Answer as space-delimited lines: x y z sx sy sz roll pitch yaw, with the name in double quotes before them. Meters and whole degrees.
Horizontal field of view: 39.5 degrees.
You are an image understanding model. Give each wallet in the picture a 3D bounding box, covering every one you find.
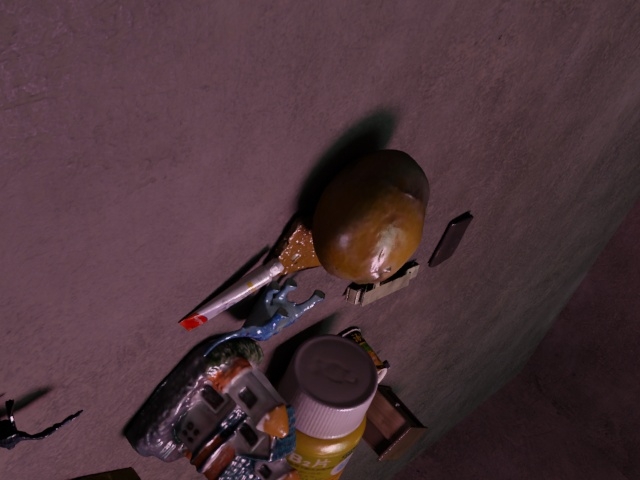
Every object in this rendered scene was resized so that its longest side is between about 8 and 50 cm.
"wallet" 0.304 0.000 2.077 0.082 0.018 0.157 -27 152 -35

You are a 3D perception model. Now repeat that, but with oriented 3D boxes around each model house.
"model house" -0.148 0.359 1.593 0.271 0.301 0.190 -49 164 10

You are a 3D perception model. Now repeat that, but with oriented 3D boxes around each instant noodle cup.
"instant noodle cup" 0.072 0.296 2.065 0.151 0.122 0.151 -35 158 -16

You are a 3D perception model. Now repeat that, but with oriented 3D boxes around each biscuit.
"biscuit" 0.000 0.000 1.551 0.231 0.025 0.131 -8 138 -53

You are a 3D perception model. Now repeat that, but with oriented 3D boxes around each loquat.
"loquat" 0.082 -0.040 1.427 0.179 0.179 0.227 6 108 -62

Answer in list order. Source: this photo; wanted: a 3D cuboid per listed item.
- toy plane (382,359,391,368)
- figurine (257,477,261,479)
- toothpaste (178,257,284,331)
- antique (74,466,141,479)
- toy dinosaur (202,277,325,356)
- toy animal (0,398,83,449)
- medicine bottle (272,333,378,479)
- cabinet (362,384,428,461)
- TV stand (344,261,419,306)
"toy plane" 0.026 0.428 2.259 0.382 0.106 0.155 -48 170 -5
"figurine" -0.131 0.743 2.386 0.416 0.298 0.243 -47 -169 13
"toothpaste" -0.144 0.089 1.452 0.190 0.031 0.048 -34 157 -2
"antique" -0.411 0.480 1.627 0.081 0.080 0.221 -49 156 10
"toy dinosaur" -0.083 0.127 1.575 0.144 0.076 0.329 -45 169 19
"toy animal" -0.435 0.269 1.233 0.220 0.062 0.108 -16 149 -26
"medicine bottle" -0.014 0.386 1.941 0.224 0.224 0.384 -27 152 -35
"cabinet" 0.190 0.531 2.607 0.148 0.175 0.215 -47 157 6
"TV stand" 0.144 0.092 1.939 0.249 0.042 0.036 -19 126 -50
